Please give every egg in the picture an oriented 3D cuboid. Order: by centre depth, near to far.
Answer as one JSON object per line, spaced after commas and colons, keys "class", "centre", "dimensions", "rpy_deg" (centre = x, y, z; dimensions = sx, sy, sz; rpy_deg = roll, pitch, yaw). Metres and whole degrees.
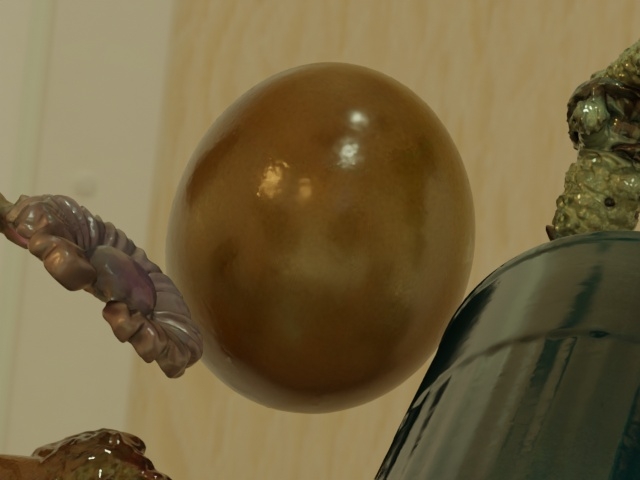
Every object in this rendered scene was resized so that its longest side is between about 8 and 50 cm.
{"class": "egg", "centre": [0.000, 0.000, 1.583], "dimensions": [0.283, 0.351, 0.282], "rpy_deg": [7, 38, -5]}

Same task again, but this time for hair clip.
{"class": "hair clip", "centre": [-0.210, -0.003, 1.279], "dimensions": [0.300, 0.069, 0.173], "rpy_deg": [30, 9, 6]}

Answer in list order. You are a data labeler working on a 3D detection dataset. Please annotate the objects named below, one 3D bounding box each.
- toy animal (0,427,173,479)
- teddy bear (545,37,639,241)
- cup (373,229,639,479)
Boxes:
{"class": "toy animal", "centre": [-0.290, 0.229, 1.542], "dimensions": [0.312, 0.157, 0.097], "rpy_deg": [4, -39, 6]}
{"class": "teddy bear", "centre": [0.241, -0.084, 1.407], "dimensions": [0.133, 0.213, 0.111], "rpy_deg": [17, 17, -36]}
{"class": "cup", "centre": [0.119, 0.179, 0.889], "dimensions": [0.242, 0.308, 0.292], "rpy_deg": [43, 28, -2]}
